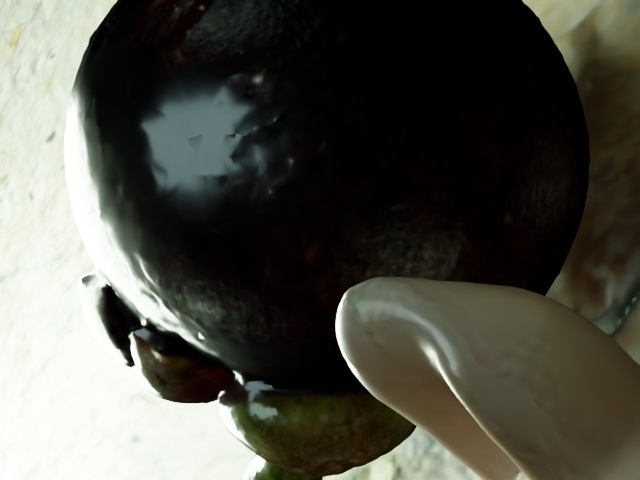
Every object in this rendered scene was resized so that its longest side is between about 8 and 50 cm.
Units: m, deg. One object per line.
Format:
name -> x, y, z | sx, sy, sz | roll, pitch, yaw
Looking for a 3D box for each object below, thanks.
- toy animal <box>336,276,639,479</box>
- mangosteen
toy animal -> 0.149, 0.106, 0.343 | 0.326, 0.237, 0.269 | -57, 39, 41
mangosteen -> 0.000, 0.000, 0.657 | 0.211, 0.211, 0.250 | 24, 112, 57
